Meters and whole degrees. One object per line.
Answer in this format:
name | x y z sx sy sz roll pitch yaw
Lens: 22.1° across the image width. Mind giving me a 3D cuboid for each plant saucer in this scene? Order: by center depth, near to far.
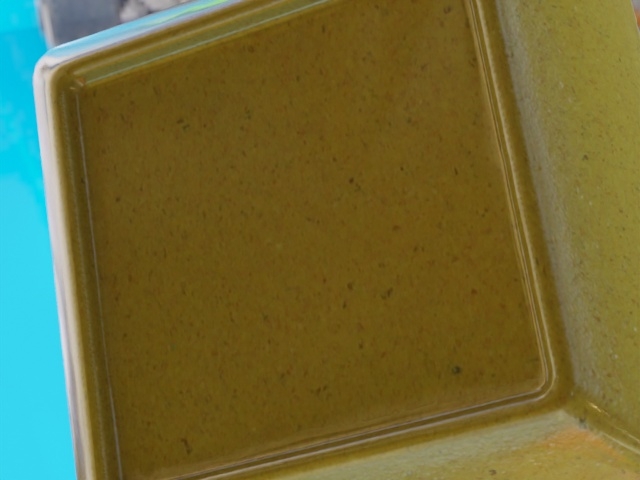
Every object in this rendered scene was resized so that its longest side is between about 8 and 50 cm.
plant saucer | 0.000 0.000 0.785 0.081 0.333 0.332 32 45 -63
